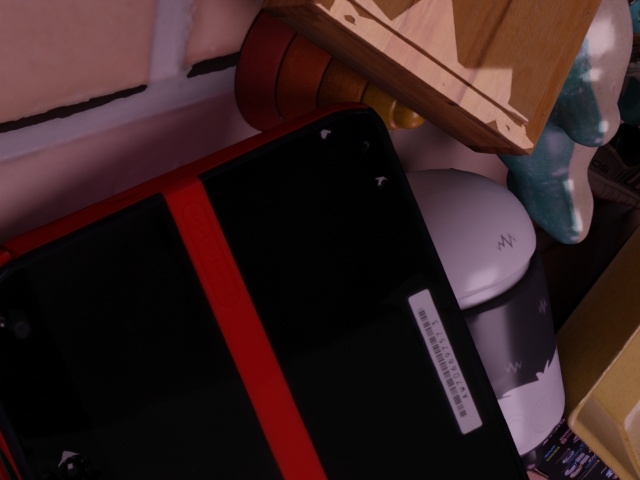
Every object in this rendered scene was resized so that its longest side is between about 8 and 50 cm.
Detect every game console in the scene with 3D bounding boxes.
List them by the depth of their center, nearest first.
[{"bbox_3d":[-0.039,0.138,1.165,0.342,0.060,0.386,-25,97,-25],"label":"game console"}]

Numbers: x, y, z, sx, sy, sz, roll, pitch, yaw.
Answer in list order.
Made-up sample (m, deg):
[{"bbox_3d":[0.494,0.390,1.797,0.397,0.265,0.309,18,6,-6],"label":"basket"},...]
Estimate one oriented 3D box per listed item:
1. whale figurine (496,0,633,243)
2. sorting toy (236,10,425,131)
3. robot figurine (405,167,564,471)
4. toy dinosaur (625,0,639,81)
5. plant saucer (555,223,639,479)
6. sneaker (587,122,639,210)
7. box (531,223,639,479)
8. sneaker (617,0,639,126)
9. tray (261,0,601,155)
[{"bbox_3d":[0.155,-0.124,1.376,0.141,0.216,0.272,-14,124,-13],"label":"whale figurine"},{"bbox_3d":[0.000,0.000,1.299,0.127,0.126,0.365,-16,125,-49],"label":"sorting toy"},{"bbox_3d":[0.103,0.078,1.429,0.173,0.209,0.278,-12,114,1],"label":"robot figurine"},{"bbox_3d":[0.240,-0.177,1.477,0.118,0.064,0.268,-66,-172,-6],"label":"toy dinosaur"},{"bbox_3d":[0.339,0.059,1.627,0.333,0.081,0.333,-53,150,-3],"label":"plant saucer"},{"bbox_3d":[0.304,-0.077,1.720,0.170,0.063,0.075,9,113,-51],"label":"sneaker"},{"bbox_3d":[0.321,0.128,1.843,0.295,0.073,0.293,-51,151,5],"label":"box"},{"bbox_3d":[0.292,-0.231,1.585,0.110,0.107,0.275,-12,121,-27],"label":"sneaker"},{"bbox_3d":[0.140,-0.286,1.196,0.203,0.076,0.411,31,78,-30],"label":"tray"}]
